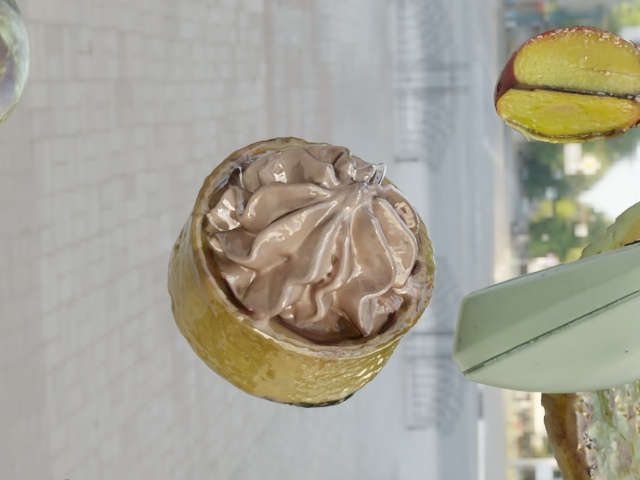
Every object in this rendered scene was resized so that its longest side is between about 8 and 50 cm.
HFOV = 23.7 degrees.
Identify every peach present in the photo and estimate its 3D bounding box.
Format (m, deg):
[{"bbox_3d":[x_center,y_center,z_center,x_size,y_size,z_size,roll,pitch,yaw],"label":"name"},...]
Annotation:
[{"bbox_3d":[0.144,-0.090,0.858,0.077,0.083,0.050,31,62,-32],"label":"peach"}]

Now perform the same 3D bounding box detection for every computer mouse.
[{"bbox_3d":[0.216,0.051,1.070,0.159,0.288,0.097,-12,86,-42],"label":"computer mouse"}]

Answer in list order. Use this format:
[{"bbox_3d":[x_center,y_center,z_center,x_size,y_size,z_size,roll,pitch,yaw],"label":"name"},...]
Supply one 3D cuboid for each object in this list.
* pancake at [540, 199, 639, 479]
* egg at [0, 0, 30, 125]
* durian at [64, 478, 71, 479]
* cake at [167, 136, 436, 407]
[{"bbox_3d":[0.317,0.106,1.465,0.054,0.197,0.377,-123,-135,-85],"label":"pancake"},{"bbox_3d":[-0.464,-0.214,1.704,0.289,0.238,0.238,3,86,-49],"label":"egg"},{"bbox_3d":[-0.164,0.200,1.069,0.130,0.066,0.052,96,7,-67],"label":"durian"},{"bbox_3d":[0.000,0.000,1.102,0.207,0.185,0.178,-36,165,-49],"label":"cake"}]
